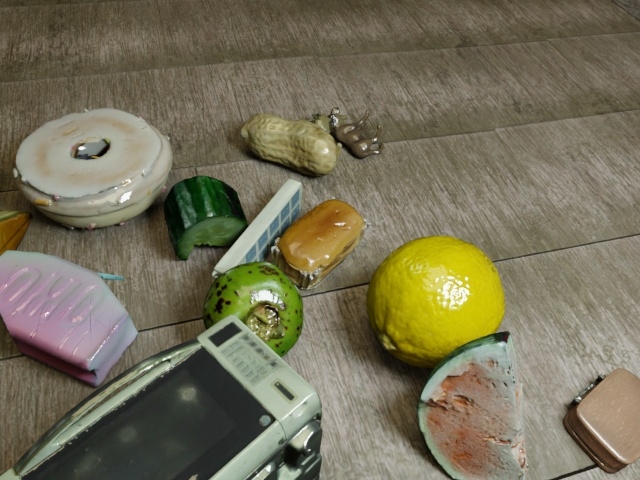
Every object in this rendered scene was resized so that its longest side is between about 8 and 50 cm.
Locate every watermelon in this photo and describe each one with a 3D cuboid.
[{"bbox_3d":[0.292,0.281,0.941,0.224,0.305,0.180,-22,23,-20],"label":"watermelon"}]

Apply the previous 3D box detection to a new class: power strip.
[{"bbox_3d":[-0.143,-0.005,1.259,0.043,0.106,0.367,22,51,17],"label":"power strip"}]

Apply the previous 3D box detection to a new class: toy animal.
[{"bbox_3d":[0.074,-0.325,1.567,0.186,0.093,0.214,-28,66,-17],"label":"toy animal"}]

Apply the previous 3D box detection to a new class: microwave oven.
[{"bbox_3d":[-0.204,0.361,0.792,0.394,0.333,0.247,-35,57,-29],"label":"microwave oven"}]

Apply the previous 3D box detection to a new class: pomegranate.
[{"bbox_3d":[-0.125,0.148,1.050,0.211,0.263,0.211,1,87,-21],"label":"pomegranate"}]

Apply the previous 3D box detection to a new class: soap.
[{"bbox_3d":[-0.543,0.143,1.089,0.324,0.109,0.193,20,50,12],"label":"soap"}]

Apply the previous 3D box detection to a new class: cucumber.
[{"bbox_3d":[-0.269,-0.056,1.247,0.191,0.191,0.130,-14,61,-17],"label":"cucumber"}]

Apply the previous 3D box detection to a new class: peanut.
[{"bbox_3d":[-0.075,-0.272,1.479,0.291,0.143,0.159,19,16,17],"label":"peanut"}]

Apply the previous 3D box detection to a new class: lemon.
[{"bbox_3d":[0.233,0.123,1.085,0.293,0.293,0.293,3,49,-4],"label":"lemon"}]

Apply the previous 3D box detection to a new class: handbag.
[{"bbox_3d":[0.592,0.353,1.059,0.193,0.072,0.151,-31,60,-26],"label":"handbag"}]

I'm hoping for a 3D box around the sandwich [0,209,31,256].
[{"bbox_3d":[-0.769,0.011,1.239,0.117,0.144,0.187,4,14,-3],"label":"sandwich"}]

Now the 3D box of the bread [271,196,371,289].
[{"bbox_3d":[0.000,0.000,1.272,0.136,0.107,0.241,36,55,19],"label":"bread"}]

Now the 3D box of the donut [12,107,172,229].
[{"bbox_3d":[-0.566,-0.182,1.340,0.383,0.142,0.382,4,49,-4],"label":"donut"}]

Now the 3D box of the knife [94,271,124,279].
[{"bbox_3d":[-0.495,0.082,1.212,0.091,0.005,0.014,8,48,-1],"label":"knife"}]
